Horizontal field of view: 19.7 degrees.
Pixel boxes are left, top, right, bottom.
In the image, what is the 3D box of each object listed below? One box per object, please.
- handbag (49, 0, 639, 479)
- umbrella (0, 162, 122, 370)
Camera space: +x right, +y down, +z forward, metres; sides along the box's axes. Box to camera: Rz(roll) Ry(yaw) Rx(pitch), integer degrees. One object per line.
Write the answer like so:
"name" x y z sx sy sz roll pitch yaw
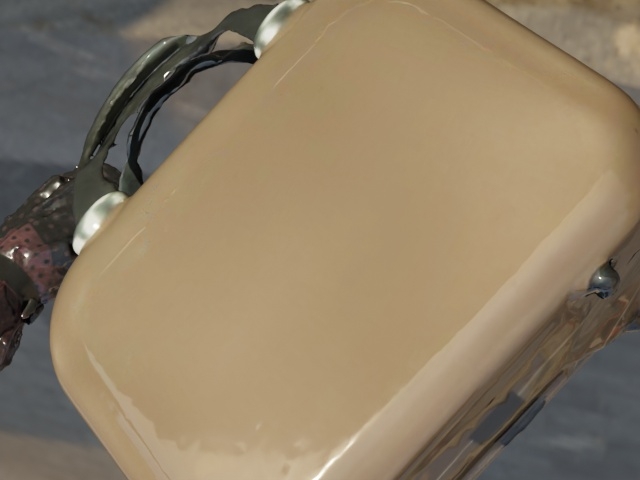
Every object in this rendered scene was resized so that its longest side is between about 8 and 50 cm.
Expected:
"handbag" 0.000 0.000 0.924 0.283 0.302 0.149 43 -176 21
"umbrella" -0.271 0.054 1.508 0.094 0.326 0.090 34 152 14
